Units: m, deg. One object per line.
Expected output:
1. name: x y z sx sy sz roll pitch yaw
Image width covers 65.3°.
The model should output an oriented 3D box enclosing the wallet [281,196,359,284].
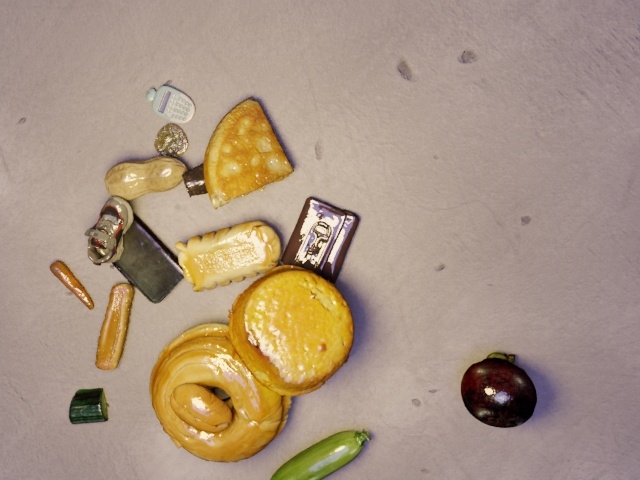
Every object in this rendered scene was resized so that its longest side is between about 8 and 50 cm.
1. wallet: 0.000 0.000 1.509 0.182 0.049 0.229 23 98 4

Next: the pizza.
1. pizza: -0.243 -0.255 1.428 0.258 0.087 0.268 -26 92 -27

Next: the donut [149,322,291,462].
1. donut: -0.308 0.469 1.524 0.449 0.198 0.449 1 99 6

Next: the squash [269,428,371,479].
1. squash: -0.016 0.707 1.581 0.395 0.107 0.107 -34 94 9

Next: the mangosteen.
1. mangosteen: 0.518 0.432 1.463 0.216 0.216 0.216 1 98 4

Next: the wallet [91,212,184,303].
1. wallet: -0.569 0.040 1.556 0.172 0.045 0.318 -44 90 10

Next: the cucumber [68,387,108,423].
1. cucumber: -0.763 0.552 1.639 0.115 0.062 0.116 -5 99 1

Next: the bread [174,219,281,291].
1. bread: -0.266 0.043 1.496 0.311 0.121 0.173 -15 100 6

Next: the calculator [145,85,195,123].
1. calculator: -0.450 -0.408 1.497 0.153 0.021 0.095 25 99 0

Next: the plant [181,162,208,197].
1. plant: -0.332 -0.183 1.477 0.143 0.094 0.092 -22 59 -13

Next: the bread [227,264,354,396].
1. bread: -0.070 0.250 1.385 0.337 0.204 0.358 -41 92 -13

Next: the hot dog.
1. hot dog: -0.653 0.272 1.588 0.083 0.068 0.289 13 95 -21

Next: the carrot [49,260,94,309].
1. carrot: -0.787 0.143 1.593 0.047 0.047 0.191 -38 99 8

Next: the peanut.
1. peanut: -0.523 -0.188 1.482 0.256 0.123 0.123 -12 97 8

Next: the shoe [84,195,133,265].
1. shoe: -0.637 -0.021 1.465 0.099 0.125 0.227 24 112 8

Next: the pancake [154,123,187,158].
1. pancake: -0.455 -0.298 1.515 0.108 0.017 0.108 1 97 7

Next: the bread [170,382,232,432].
1. bread: -0.335 0.472 1.391 0.189 0.077 0.114 31 97 2
